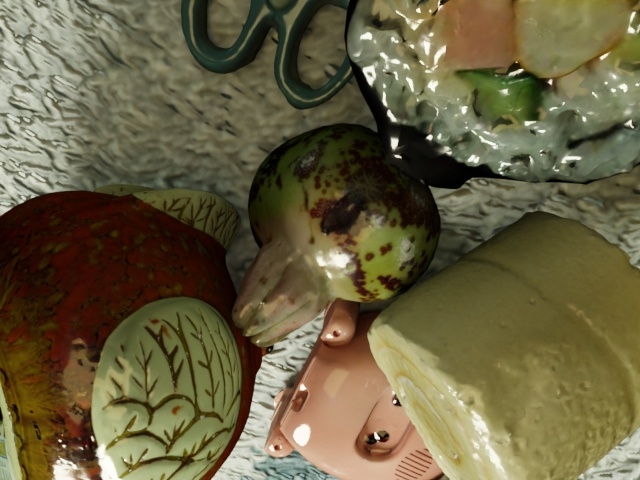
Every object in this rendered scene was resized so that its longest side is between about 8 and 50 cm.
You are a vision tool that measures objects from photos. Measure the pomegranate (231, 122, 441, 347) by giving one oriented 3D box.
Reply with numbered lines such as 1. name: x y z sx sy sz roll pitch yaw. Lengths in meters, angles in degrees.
1. pomegranate: 0.008 0.002 0.438 0.138 0.126 0.163 14 81 43

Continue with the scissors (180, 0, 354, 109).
1. scissors: -0.001 -0.238 0.423 0.138 0.041 0.289 24 109 7

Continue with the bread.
1. bread: 0.124 0.076 0.400 0.141 0.134 0.148 -32 80 -11

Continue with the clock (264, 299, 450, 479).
1. clock: 0.054 0.134 0.504 0.162 0.092 0.165 24 107 -4

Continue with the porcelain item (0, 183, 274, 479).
1. porcelain item: -0.129 0.077 0.469 0.253 0.253 0.252 2 107 6

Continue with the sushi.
1. sushi: 0.132 -0.163 0.359 0.225 0.218 0.238 -17 141 33
